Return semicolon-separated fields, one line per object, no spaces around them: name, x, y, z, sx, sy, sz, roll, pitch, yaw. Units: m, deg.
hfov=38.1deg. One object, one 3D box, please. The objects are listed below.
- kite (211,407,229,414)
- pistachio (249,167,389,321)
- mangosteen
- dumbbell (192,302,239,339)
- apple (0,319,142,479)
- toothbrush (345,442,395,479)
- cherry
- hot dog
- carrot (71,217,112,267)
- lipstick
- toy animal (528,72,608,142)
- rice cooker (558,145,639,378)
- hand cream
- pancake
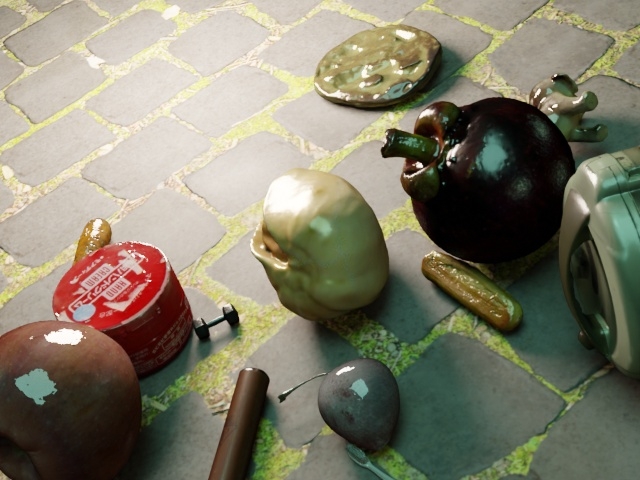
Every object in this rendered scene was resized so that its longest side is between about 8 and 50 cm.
kite;-0.141;0.272;1.539;0.078;0.002;0.044;-2;46;18
pistachio;0.000;0.000;1.604;0.238;0.229;0.321;15;31;-24
mangosteen;0.277;-0.113;1.551;0.297;0.293;0.297;-25;21;10
dumbbell;-0.187;0.145;1.657;0.083;0.036;0.040;-25;44;-5
apple;-0.415;0.259;1.461;0.306;0.305;0.235;12;46;30
toothbrush;0.133;0.368;1.324;0.019;0.025;0.276;-41;47;-21
cherry;0.036;0.263;1.417;0.188;0.115;0.148;-27;78;5
hot dog;0.256;0.080;1.548;0.216;0.047;0.066;34;102;42
carrot;-0.465;0.030;1.861;0.060;0.060;0.186;-5;47;16
lipstick;-0.140;0.352;1.419;0.057;0.057;0.356;-3;47;18
toy animal;0.439;-0.209;1.723;0.169;0.121;0.233;8;58;48
rice cooker;0.504;0.021;1.311;0.326;0.335;0.335;-14;44;5
hand cream;-0.349;0.126;1.658;0.230;0.149;0.230;-11;42;10
pancake;0.132;-0.389;2.059;0.295;0.049;0.294;-13;43;13
